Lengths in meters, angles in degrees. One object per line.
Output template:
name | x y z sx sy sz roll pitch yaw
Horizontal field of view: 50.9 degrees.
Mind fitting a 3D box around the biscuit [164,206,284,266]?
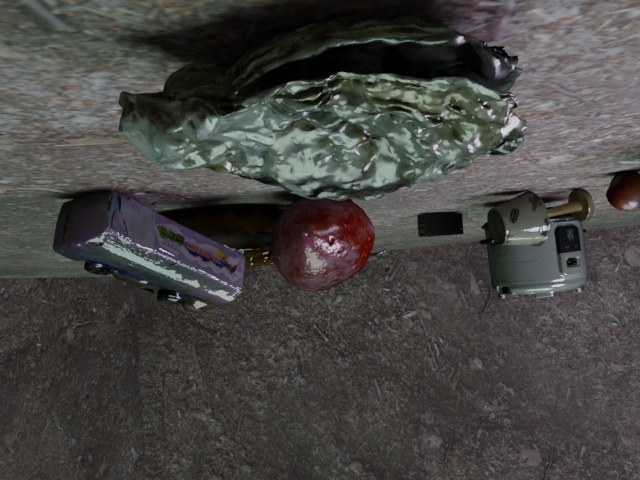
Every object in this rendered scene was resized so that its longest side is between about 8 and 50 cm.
biscuit | -0.169 -0.001 1.415 0.268 0.115 0.366 -6 176 24

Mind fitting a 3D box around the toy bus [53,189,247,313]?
toy bus | -0.270 0.022 1.116 0.138 0.112 0.317 -19 148 34

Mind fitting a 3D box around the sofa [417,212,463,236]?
sofa | 0.310 -0.041 1.736 0.118 0.060 0.039 -4 -178 -25

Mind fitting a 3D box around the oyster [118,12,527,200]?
oyster | 0.012 -0.089 0.493 0.268 0.112 0.198 -3 176 14

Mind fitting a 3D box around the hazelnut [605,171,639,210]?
hazelnut | 0.586 -0.091 1.269 0.087 0.086 0.086 -5 176 0

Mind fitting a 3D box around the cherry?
cherry | 0.000 0.000 1.217 0.192 0.175 0.250 -15 172 13

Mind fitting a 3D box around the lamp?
lamp | 0.472 -0.051 1.437 0.215 0.121 0.121 -13 178 -13

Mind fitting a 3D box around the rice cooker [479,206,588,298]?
rice cooker | 0.516 0.017 1.610 0.281 0.226 0.241 -5 178 -19
